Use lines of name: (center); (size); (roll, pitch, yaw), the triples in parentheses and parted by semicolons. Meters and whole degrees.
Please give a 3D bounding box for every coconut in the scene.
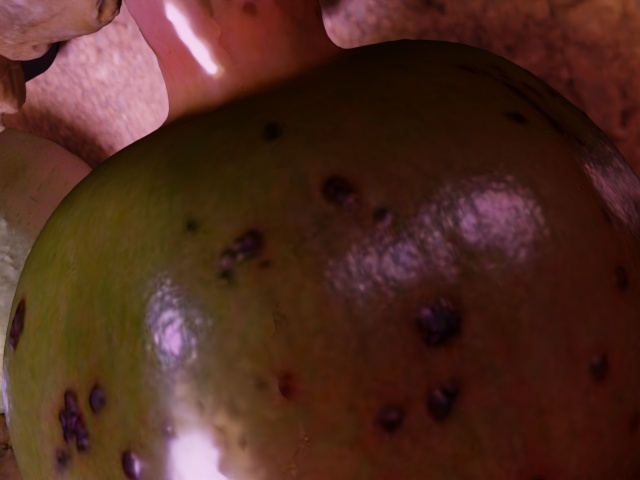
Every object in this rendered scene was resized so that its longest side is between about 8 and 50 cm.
coconut: (-0.247, 0.027, 0.761); (0.204, 0.236, 0.236); (28, 140, -8)

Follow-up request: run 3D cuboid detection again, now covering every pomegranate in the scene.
pomegranate: (-0.014, 0.018, 0.466); (0.323, 0.291, 0.291); (48, 141, -1)

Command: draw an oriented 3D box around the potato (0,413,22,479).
potato: (-0.256, 0.253, 0.921); (0.202, 0.218, 0.351); (-3, 118, 22)

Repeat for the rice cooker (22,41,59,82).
rice cooker: (-0.248, -0.159, 0.705); (0.165, 0.106, 0.112); (42, 140, 18)

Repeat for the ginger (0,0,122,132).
ginger: (-0.160, -0.180, 0.488); (0.147, 0.081, 0.334); (24, 131, 31)
